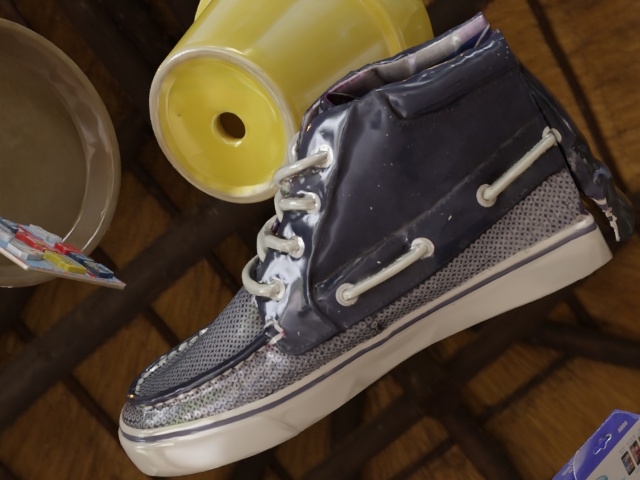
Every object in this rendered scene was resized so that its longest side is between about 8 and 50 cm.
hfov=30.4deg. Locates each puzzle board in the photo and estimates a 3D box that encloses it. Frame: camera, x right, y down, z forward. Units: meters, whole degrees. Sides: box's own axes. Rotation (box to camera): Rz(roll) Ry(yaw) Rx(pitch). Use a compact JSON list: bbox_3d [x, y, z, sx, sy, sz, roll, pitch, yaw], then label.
[{"bbox_3d":[-0.226,0.004,0.933,0.096,0.128,0.011,17,-83,-50],"label":"puzzle board"}]

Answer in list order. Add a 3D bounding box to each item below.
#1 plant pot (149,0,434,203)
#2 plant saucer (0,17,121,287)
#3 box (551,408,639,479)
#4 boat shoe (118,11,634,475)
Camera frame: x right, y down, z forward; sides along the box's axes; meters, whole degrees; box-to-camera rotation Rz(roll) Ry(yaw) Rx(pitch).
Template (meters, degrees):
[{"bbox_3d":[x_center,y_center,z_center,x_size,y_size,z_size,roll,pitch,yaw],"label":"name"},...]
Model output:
[{"bbox_3d":[-0.042,-0.160,1.189,0.239,0.254,0.254,-49,-46,-50],"label":"plant pot"},{"bbox_3d":[-0.324,-0.087,1.160,0.278,0.041,0.278,14,-112,-39],"label":"plant saucer"},{"bbox_3d":[0.202,0.180,0.793,0.081,0.028,0.136,-39,-68,-27],"label":"box"},{"bbox_3d":[0.000,0.000,0.699,0.340,0.127,0.158,-29,-69,5],"label":"boat shoe"}]
